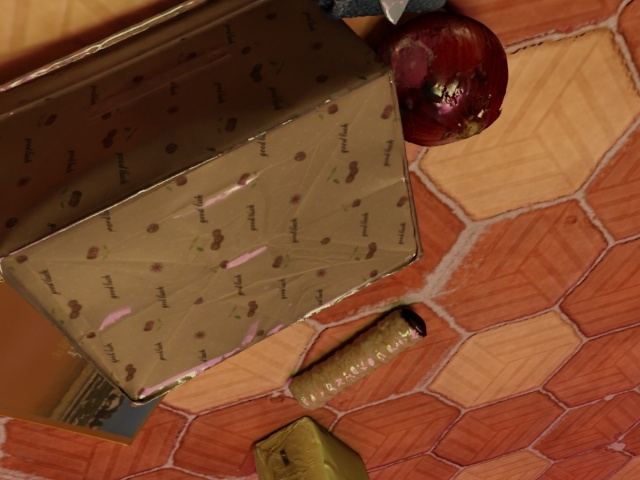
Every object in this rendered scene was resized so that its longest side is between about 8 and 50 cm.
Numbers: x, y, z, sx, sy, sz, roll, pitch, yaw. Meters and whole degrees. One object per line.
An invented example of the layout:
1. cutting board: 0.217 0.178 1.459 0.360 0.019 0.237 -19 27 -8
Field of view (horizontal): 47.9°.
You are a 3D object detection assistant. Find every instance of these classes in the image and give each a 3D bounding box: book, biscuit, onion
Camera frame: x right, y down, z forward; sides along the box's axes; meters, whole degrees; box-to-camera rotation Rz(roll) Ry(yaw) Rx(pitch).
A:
1. book: -0.276 0.069 0.732 0.374 0.028 0.262 31 97 -42
2. biscuit: 0.052 0.167 1.019 0.219 0.055 0.061 -39 100 19
3. onion: 0.107 -0.146 0.655 0.131 0.131 0.131 -11 138 -10

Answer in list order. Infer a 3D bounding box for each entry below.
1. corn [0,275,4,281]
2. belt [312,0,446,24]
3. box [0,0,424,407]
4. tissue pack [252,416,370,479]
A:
1. corn: -0.318 -0.067 0.553 0.081 0.081 0.248 -25 121 6
2. belt: 0.023 -0.259 0.474 0.129 0.122 0.217 -10 117 -12
3. box: -0.093 -0.043 0.598 0.297 0.190 0.225 -26 140 -6
4. tissue pack: 0.002 0.416 1.190 0.125 0.159 0.234 -29 138 10
